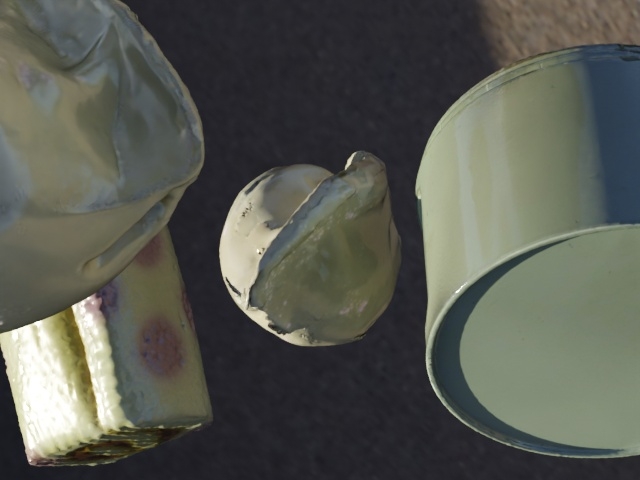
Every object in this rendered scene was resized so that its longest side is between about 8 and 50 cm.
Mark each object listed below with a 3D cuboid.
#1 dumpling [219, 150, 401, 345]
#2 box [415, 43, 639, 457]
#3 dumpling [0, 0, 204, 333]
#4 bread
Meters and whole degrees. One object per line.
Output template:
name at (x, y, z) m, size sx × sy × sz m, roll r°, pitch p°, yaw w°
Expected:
dumpling at (0.000, 0.000, 1.254) m, size 0.118 × 0.199 × 0.136 m, roll 27°, pitch 94°, yaw 9°
box at (0.173, 0.010, 1.138) m, size 0.226 × 0.226 × 0.149 m, roll -20°, pitch 45°, yaw 20°
dumpling at (-0.295, -0.070, 1.469) m, size 0.395 × 0.233 × 0.315 m, roll -26°, pitch 57°, yaw 4°
bread at (-0.220, 0.034, 1.740) m, size 0.187 × 0.155 × 0.338 m, roll -23°, pitch 77°, yaw 36°
